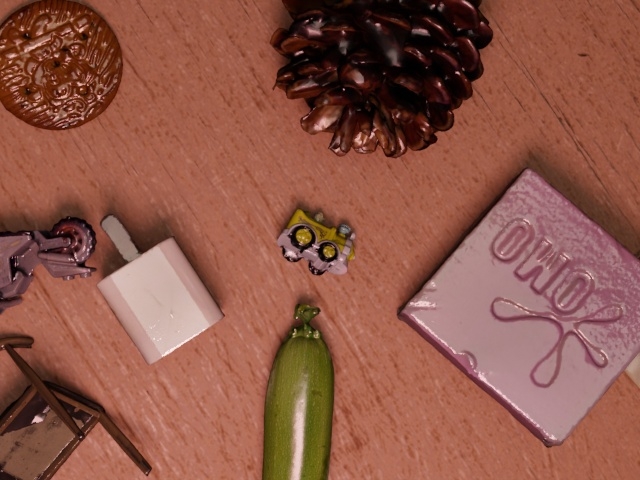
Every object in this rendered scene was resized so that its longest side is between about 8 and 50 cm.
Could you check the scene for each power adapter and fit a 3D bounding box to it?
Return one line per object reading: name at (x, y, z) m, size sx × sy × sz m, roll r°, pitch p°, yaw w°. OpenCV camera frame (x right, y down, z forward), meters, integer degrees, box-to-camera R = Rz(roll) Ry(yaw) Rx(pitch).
power adapter at (-0.237, 0.051, 1.507) m, size 0.125 × 0.130 × 0.204 m, roll -33°, pitch 91°, yaw -5°

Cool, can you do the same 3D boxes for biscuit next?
biscuit at (-0.374, -0.248, 1.552) m, size 0.188 × 0.027 × 0.187 m, roll 0°, pitch 89°, yaw -6°

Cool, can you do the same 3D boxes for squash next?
squash at (-0.032, 0.278, 1.538) m, size 0.102 × 0.101 × 0.378 m, roll 6°, pitch 87°, yaw -6°

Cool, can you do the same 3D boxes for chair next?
chair at (-0.385, 0.270, 1.479) m, size 0.188 × 0.166 × 0.272 m, roll -50°, pitch 51°, yaw -4°

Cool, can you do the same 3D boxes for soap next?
soap at (0.305, 0.095, 1.563) m, size 0.296 × 0.107 × 0.285 m, roll 40°, pitch 85°, yaw 4°

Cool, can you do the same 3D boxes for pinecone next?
pinecone at (0.079, -0.251, 1.490) m, size 0.298 × 0.242 × 0.295 m, roll 20°, pitch 84°, yaw -11°

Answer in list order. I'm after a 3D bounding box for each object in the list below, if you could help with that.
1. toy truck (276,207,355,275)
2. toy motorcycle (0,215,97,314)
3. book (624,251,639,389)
toy truck at (0.000, 0.000, 1.566) m, size 0.111 × 0.076 × 0.077 m, roll 27°, pitch 66°, yaw -5°
toy motorcycle at (-0.406, 0.039, 1.503) m, size 0.215 × 0.080 × 0.122 m, roll -10°, pitch 88°, yaw 11°
book at (0.509, 0.142, 1.634) m, size 0.162 × 0.022 × 0.232 m, roll -42°, pitch 92°, yaw -4°
